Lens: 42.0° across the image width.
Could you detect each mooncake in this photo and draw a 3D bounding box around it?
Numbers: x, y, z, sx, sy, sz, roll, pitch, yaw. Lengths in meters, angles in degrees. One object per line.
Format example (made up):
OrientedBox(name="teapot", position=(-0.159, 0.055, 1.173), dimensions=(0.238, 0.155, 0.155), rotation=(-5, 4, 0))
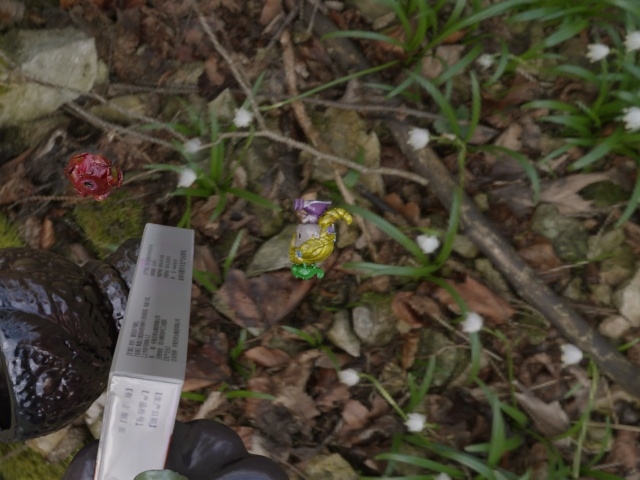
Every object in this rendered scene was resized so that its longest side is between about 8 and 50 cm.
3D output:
OrientedBox(name="mooncake", position=(-0.178, 0.350, 1.024), dimensions=(0.305, 0.154, 0.306), rotation=(14, 36, -11))

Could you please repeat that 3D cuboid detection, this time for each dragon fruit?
OrientedBox(name="dragon fruit", position=(-0.428, -0.116, 1.563), dimensions=(0.112, 0.126, 0.068), rotation=(26, 62, -45))

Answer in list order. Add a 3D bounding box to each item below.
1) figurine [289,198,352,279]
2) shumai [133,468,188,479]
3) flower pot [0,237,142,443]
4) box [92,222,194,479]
OrientedBox(name="figurine", position=(0.000, 0.000, 1.615), dimensions=(0.114, 0.095, 0.156), rotation=(6, 92, -9))
OrientedBox(name="shumai", position=(-0.087, 0.164, 0.457), dimensions=(0.082, 0.083, 0.080), rotation=(-8, 48, -45))
OrientedBox(name="flower pot", position=(-0.350, 0.121, 1.179), dimensions=(0.267, 0.266, 0.267), rotation=(-17, 91, -35))
OrientedBox(name="box", position=(-0.176, 0.141, 0.831), dimensions=(0.069, 0.353, 0.214), rotation=(10, 109, -12))
